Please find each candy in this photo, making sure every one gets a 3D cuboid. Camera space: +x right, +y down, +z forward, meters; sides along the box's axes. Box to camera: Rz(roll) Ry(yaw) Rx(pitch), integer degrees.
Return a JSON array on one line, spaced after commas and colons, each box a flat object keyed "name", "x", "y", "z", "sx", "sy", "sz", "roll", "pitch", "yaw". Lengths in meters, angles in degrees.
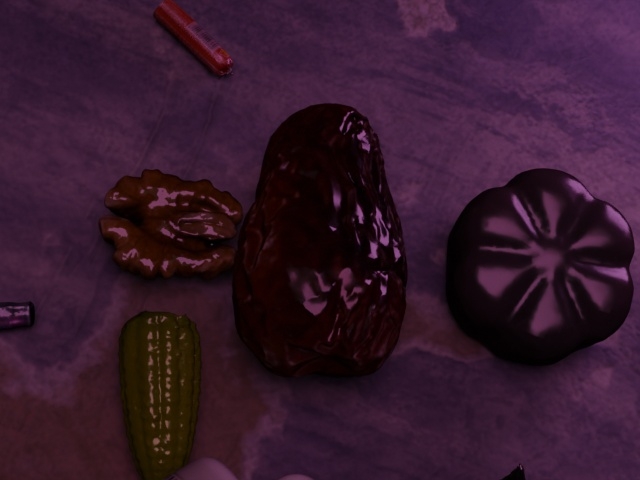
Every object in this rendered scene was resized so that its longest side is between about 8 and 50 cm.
[{"name": "candy", "x": -0.183, "y": 0.187, "z": 1.679, "sx": 0.097, "sy": 0.097, "sz": 0.209, "roll": 0, "pitch": 75, "yaw": -9}]

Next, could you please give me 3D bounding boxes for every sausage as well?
[{"name": "sausage", "x": -0.158, "y": -0.256, "z": 1.882, "sx": 0.129, "sy": 0.034, "sz": 0.034, "roll": 43, "pitch": 69, "yaw": 8}]

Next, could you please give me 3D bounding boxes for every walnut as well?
[{"name": "walnut", "x": -0.181, "y": -0.011, "z": 1.765, "sx": 0.170, "sy": 0.069, "sz": 0.143, "roll": 11, "pitch": 66, "yaw": -6}]

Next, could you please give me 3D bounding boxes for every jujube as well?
[{"name": "jujube", "x": 0.000, "y": 0.000, "z": 1.729, "sx": 0.216, "sy": 0.216, "sz": 0.342, "roll": 9, "pitch": 62, "yaw": -6}]

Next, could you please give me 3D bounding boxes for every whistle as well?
[{"name": "whistle", "x": -0.422, "y": 0.091, "z": 1.706, "sx": 0.176, "sy": 0.033, "sz": 0.033, "roll": -3, "pitch": 70, "yaw": -11}]

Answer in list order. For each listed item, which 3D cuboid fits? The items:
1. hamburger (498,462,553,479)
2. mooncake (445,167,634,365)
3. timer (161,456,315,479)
[{"name": "hamburger", "x": 0.277, "y": 0.395, "z": 1.640, "sx": 0.211, "sy": 0.132, "sz": 0.308, "roll": -13, "pitch": 82, "yaw": -16}, {"name": "mooncake", "x": 0.269, "y": 0.030, "z": 1.792, "sx": 0.245, "sy": 0.133, "sz": 0.245, "roll": 1, "pitch": 75, "yaw": -5}, {"name": "timer", "x": -0.079, "y": 0.333, "z": 1.563, "sx": 0.240, "sy": 0.233, "sz": 0.233, "roll": -30, "pitch": 76, "yaw": -16}]
